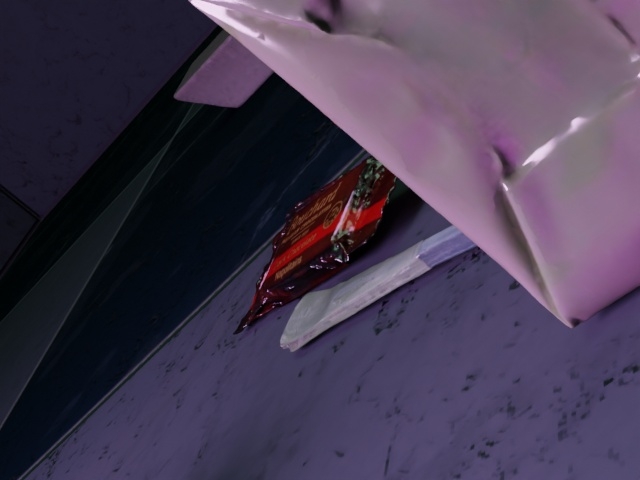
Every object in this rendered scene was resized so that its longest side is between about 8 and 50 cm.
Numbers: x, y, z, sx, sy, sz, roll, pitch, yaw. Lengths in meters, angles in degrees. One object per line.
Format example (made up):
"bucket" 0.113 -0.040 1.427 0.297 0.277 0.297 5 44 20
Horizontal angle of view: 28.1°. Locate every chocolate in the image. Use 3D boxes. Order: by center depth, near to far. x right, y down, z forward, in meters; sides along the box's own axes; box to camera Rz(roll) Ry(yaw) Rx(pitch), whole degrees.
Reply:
"chocolate" 0.000 0.000 0.757 0.182 0.028 0.086 -34 28 53

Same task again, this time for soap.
"soap" 0.080 -0.106 0.448 0.138 0.182 0.199 -43 15 35

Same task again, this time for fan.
"fan" 0.033 0.020 0.620 0.193 0.016 0.038 -32 25 55

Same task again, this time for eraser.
"eraser" -0.038 -0.285 1.570 0.352 0.077 0.111 -41 18 31
